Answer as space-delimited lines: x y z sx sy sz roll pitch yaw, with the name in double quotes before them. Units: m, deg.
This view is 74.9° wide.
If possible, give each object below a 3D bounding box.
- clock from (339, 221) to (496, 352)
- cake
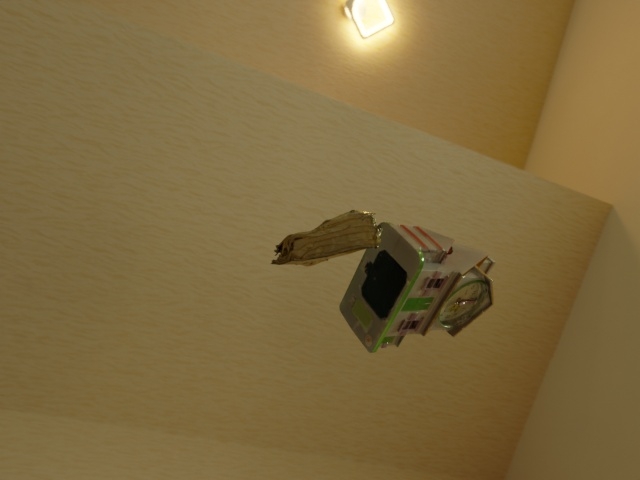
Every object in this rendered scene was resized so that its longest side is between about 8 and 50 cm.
"clock" 0.235 0.097 0.875 0.166 0.310 0.235 51 -51 45
"cake" 0.000 -0.004 0.699 0.185 0.116 0.079 -14 -103 45
